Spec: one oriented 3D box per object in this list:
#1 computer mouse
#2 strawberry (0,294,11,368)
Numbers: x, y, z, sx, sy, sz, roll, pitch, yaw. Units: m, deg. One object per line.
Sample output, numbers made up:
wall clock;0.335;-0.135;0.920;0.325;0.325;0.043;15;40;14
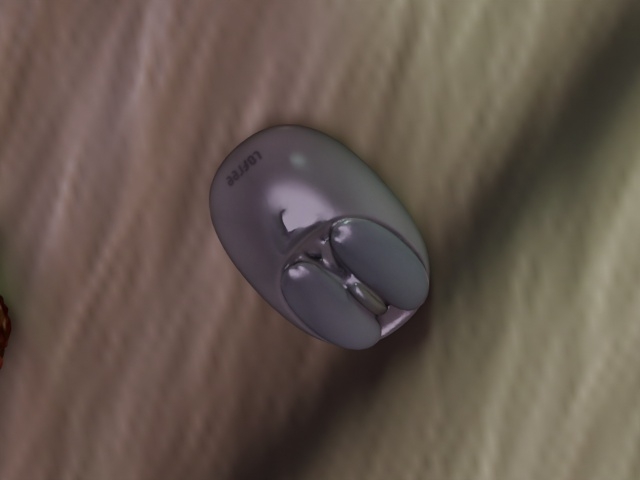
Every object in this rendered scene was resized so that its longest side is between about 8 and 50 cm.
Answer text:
computer mouse;-0.001;0.000;0.588;0.066;0.039;0.096;-40;96;11
strawberry;-0.226;0.096;0.604;0.236;0.106;0.175;-7;64;6
